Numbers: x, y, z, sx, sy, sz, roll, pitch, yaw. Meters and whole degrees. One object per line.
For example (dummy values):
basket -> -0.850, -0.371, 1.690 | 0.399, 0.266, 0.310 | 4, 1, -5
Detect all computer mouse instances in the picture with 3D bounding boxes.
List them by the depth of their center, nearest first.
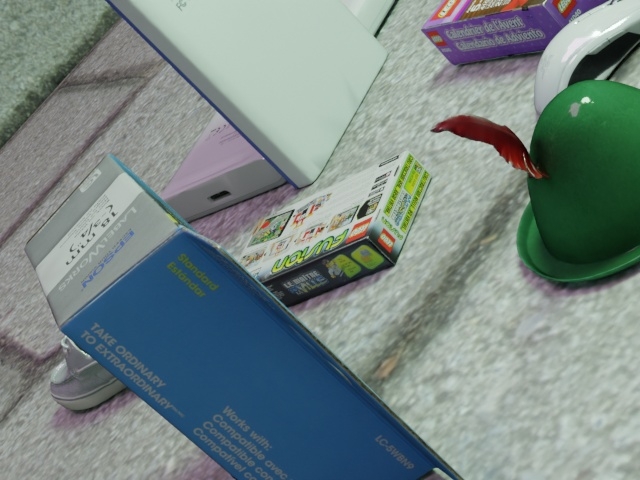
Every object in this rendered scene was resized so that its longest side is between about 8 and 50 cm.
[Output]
computer mouse -> 0.239, -0.180, 1.058 | 0.193, 0.042, 0.106 | -46, 23, -1

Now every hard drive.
hard drive -> -0.081, -0.235, 1.351 | 0.040, 0.319, 0.210 | -19, 34, 48
hard drive -> -0.045, -0.181, 1.561 | 0.233, 0.047, 0.353 | -19, 35, 49

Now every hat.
hat -> 0.155, -0.090, 0.857 | 0.173, 0.183, 0.208 | -45, 22, 0

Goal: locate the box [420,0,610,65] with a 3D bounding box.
box -> 0.244, -0.295, 1.228 | 0.293, 0.057, 0.201 | -52, 22, -16

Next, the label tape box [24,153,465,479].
label tape box -> -0.065, 0.080, 0.878 | 0.106, 0.240, 0.334 | -47, 22, -4

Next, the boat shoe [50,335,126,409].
boat shoe -> -0.214, 0.105, 1.315 | 0.227, 0.081, 0.079 | -25, 29, 40

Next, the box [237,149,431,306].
box -> 0.000, 0.000, 1.176 | 0.207, 0.036, 0.114 | -23, 31, 43
